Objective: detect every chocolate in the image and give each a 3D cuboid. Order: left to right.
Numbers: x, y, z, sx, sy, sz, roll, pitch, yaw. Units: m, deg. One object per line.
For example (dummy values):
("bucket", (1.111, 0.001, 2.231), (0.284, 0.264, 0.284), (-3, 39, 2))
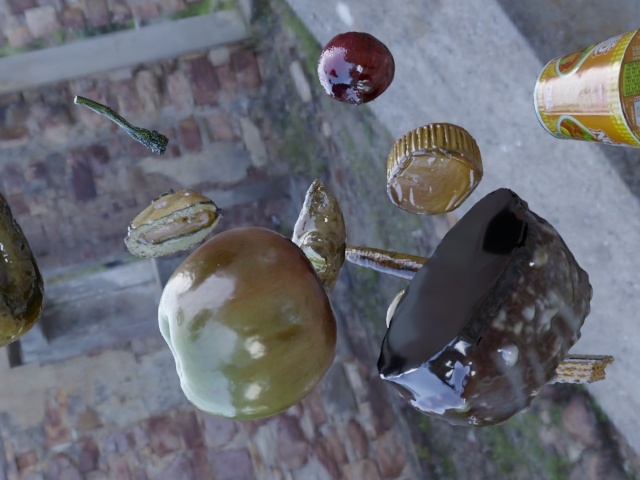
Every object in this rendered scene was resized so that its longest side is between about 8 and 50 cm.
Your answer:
("chocolate", (0.252, 0.117, 1.355), (0.210, 0.340, 0.225), (41, 161, -21))

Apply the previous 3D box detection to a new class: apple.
("apple", (-0.141, 0.153, 1.741), (0.339, 0.305, 0.338), (56, 167, 20))

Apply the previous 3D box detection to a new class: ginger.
("ginger", (0.000, 0.000, 2.012), (0.219, 0.123, 0.270), (-69, -3, -66))

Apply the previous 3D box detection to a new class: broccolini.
("broccolini", (-0.453, -0.269, 2.190), (0.051, 0.239, 0.054), (-42, 31, 33))

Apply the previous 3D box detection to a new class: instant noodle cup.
("instant noodle cup", (0.373, -0.190, 1.214), (0.185, 0.168, 0.169), (6, 111, 62))

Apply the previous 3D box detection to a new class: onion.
("onion", (0.060, -0.283, 1.580), (0.131, 0.131, 0.131), (166, 90, -79))

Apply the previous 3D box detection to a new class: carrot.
("carrot", (0.175, 0.056, 2.119), (0.314, 0.066, 0.066), (11, 123, 32))

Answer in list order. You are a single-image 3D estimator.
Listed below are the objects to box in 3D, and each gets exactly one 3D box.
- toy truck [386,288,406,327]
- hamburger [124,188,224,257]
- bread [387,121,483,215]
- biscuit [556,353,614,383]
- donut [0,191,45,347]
("toy truck", (0.298, 0.164, 1.885), (0.288, 0.211, 0.204), (37, 135, 13))
("hamburger", (-0.256, -0.036, 1.669), (0.102, 0.176, 0.087), (-115, 0, -57))
("bread", (0.226, -0.146, 1.913), (0.199, 0.199, 0.104), (91, 179, -51))
("biscuit", (0.437, 0.271, 2.060), (0.378, 0.094, 0.054), (-3, 89, 36))
("donut", (-0.510, 0.039, 1.377), (0.208, 0.128, 0.262), (-69, -41, -61))
